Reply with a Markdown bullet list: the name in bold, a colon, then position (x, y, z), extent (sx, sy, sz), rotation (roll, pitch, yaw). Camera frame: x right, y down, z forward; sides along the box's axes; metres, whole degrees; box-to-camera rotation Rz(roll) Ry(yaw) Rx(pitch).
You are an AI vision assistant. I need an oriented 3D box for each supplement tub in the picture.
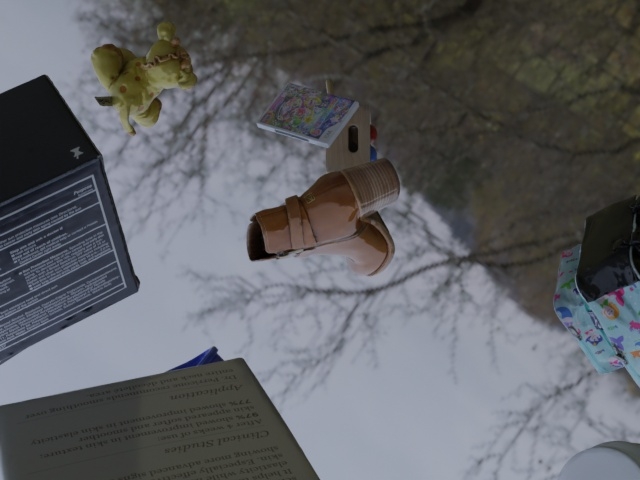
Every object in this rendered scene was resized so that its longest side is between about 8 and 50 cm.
- **supplement tub**: position (0.523, 0.432, 1.932), extent (0.191, 0.191, 0.272), rotation (39, -166, 37)

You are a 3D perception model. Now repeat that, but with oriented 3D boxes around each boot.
- **boot**: position (0.000, 0.000, 1.731), extent (0.109, 0.220, 0.283), rotation (62, 164, 20)

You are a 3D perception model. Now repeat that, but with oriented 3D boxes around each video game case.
- **video game case**: position (-0.018, -0.178, 1.642), extent (0.122, 0.087, 0.011), rotation (19, 149, 28)

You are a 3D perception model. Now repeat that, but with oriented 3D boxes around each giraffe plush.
- **giraffe plush**: position (-0.310, -0.310, 2.141), extent (0.181, 0.170, 0.210), rotation (57, -165, -15)

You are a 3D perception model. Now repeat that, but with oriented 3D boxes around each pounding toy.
- **pounding toy**: position (0.057, -0.207, 2.130), extent (0.094, 0.181, 0.206), rotation (0, 172, 3)

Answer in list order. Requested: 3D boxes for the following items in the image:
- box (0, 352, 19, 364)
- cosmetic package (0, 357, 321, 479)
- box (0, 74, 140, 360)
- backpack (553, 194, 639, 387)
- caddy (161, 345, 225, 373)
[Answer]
- **box**: position (-0.465, 0.131, 1.966), extent (0.036, 0.207, 0.114), rotation (53, -155, -13)
- **cosmetic package**: position (-0.177, 0.385, 1.323), extent (0.329, 0.327, 0.393), rotation (-9, -156, -17)
- **box**: position (-0.420, -0.011, 1.497), extent (0.182, 0.296, 0.294), rotation (52, 160, 30)
- **backpack**: position (0.468, 0.094, 1.705), extent (0.253, 0.191, 0.225), rotation (46, -146, -15)
- **caddy**: position (-0.258, 0.321, 1.971), extent (0.179, 0.241, 0.341), rotation (44, -142, -3)
